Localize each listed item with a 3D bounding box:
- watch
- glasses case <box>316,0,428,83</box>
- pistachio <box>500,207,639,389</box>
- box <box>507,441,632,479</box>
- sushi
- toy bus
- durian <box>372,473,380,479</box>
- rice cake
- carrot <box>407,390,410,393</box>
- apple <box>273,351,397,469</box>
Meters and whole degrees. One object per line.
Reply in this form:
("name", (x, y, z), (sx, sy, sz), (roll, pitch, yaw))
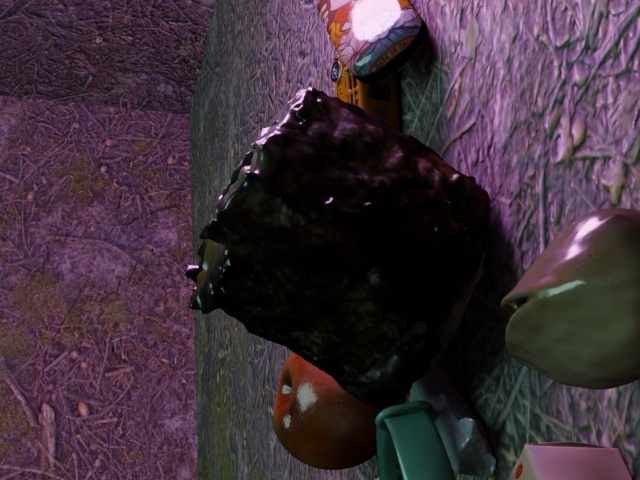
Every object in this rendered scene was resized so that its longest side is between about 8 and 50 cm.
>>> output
("watch", (0.115, 0.298, 1.194), (0.195, 0.068, 0.237), (-116, 15, -64))
("glasses case", (0.069, -0.326, 1.528), (0.122, 0.082, 0.321), (-39, 31, 13))
("pistachio", (0.218, 0.050, 0.821), (0.223, 0.152, 0.126), (82, -177, -71))
("box", (0.202, 0.304, 0.898), (0.168, 0.095, 0.212), (-106, 25, -49))
("sushi", (0.022, -0.002, 1.225), (0.281, 0.294, 0.299), (-59, 8, 33))
("toy bus", (0.072, -0.197, 1.559), (0.088, 0.083, 0.195), (147, 123, -60))
("durian", (0.093, 0.376, 1.434), (0.066, 0.052, 0.130), (-5, 82, 36))
("rice cake", (0.140, 0.175, 1.256), (0.290, 0.051, 0.081), (-120, 28, -63))
("carrot", (0.101, 0.154, 1.421), (0.139, 0.048, 0.048), (-102, 22, -45))
("apple", (0.017, 0.224, 1.493), (0.201, 0.162, 0.201), (-177, 90, -77))
